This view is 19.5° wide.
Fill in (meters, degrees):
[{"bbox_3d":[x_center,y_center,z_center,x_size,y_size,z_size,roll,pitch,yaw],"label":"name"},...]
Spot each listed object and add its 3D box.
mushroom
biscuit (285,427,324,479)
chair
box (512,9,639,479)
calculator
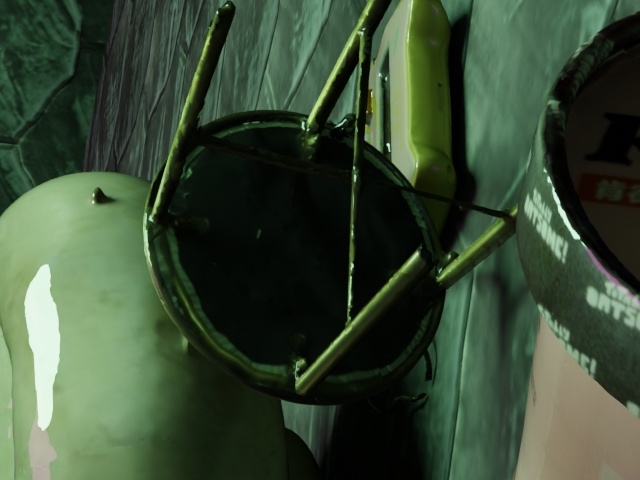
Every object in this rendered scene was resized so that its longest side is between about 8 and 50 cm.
[{"bbox_3d":[-0.164,0.112,0.981,0.292,0.290,0.292,178,90,-79],"label":"mushroom"},{"bbox_3d":[-0.027,0.269,1.066,0.290,0.062,0.236,-114,36,-64],"label":"biscuit"},{"bbox_3d":[0.000,0.000,0.845,0.160,0.170,0.325,52,148,8],"label":"chair"},{"bbox_3d":[0.114,0.037,0.445,0.151,0.151,0.135,-99,13,-50],"label":"box"},{"bbox_3d":[0.036,-0.027,1.048,0.236,0.033,0.157,116,157,-59],"label":"calculator"}]
